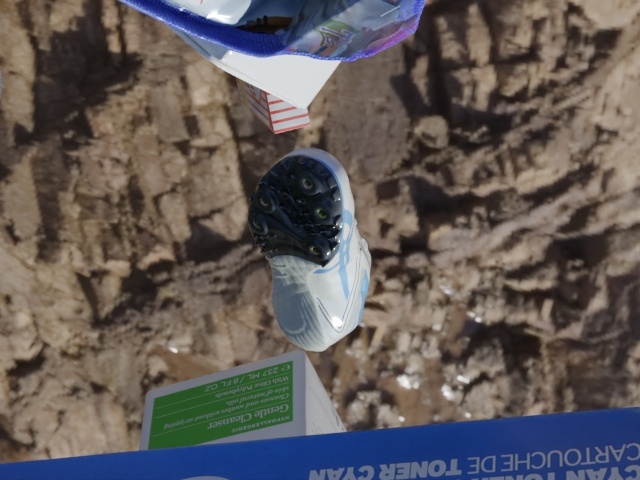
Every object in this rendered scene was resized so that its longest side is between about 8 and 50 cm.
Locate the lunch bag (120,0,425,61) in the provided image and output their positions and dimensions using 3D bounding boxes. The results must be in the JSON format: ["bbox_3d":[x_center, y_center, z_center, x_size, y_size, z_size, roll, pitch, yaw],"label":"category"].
[{"bbox_3d":[-0.087,-0.303,0.552,0.385,0.239,0.328,34,36,-49],"label":"lunch bag"}]

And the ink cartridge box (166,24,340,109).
[{"bbox_3d":[-0.027,-0.369,1.040,0.395,0.285,0.166,-53,150,9],"label":"ink cartridge box"}]

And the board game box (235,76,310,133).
[{"bbox_3d":[-0.067,-0.216,1.269,0.045,0.193,0.147,-15,110,-11],"label":"board game box"}]

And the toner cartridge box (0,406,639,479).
[{"bbox_3d":[-0.060,0.147,0.324,0.165,0.347,0.075,-80,154,-45],"label":"toner cartridge box"}]

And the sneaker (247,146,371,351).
[{"bbox_3d":[0.000,0.000,0.854,0.086,0.085,0.237,-49,159,-26],"label":"sneaker"}]

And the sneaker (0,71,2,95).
[{"bbox_3d":[-0.376,-0.232,0.962,0.135,0.150,0.366,-43,164,-34],"label":"sneaker"}]

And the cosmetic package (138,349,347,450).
[{"bbox_3d":[-0.075,0.307,1.097,0.197,0.366,0.155,-17,127,11],"label":"cosmetic package"}]
